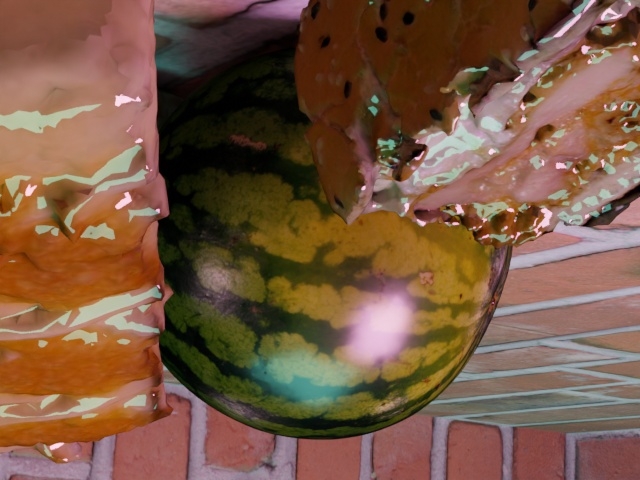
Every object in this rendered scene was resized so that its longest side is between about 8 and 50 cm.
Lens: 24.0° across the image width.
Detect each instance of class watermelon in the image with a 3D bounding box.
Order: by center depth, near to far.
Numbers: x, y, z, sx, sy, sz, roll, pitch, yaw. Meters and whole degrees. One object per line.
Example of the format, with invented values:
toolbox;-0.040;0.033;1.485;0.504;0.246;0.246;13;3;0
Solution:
watermelon;0.000;0.000;1.082;0.285;0.285;0.285;2;168;1

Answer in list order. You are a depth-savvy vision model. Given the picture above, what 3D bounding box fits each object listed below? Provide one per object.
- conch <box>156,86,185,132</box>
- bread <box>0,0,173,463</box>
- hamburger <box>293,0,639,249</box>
conch;-0.127;-0.067;1.221;0.116;0.106;0.173;-18;172;37
bread;-0.255;-0.073;0.688;0.390;0.279;0.371;3;154;-3
hamburger;0.111;-0.121;0.770;0.168;0.192;0.288;3;149;-37
